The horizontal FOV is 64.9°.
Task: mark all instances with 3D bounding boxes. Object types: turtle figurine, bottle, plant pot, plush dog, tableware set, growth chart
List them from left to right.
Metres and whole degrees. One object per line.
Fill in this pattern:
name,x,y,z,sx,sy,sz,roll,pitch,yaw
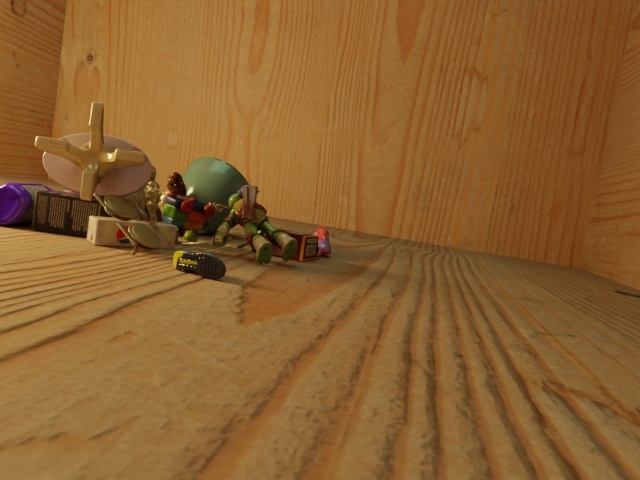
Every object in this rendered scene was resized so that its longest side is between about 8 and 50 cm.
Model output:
bottle,-0.829,-0.106,1.449,0.092,0.118,0.283,41,2,-5
growth chart,-0.581,-0.101,1.523,0.171,0.237,0.021,12,44,-11
tableware set,-0.479,-0.040,1.263,0.194,0.039,0.128,46,19,17
plush dog,-0.537,-0.113,1.694,0.225,0.263,0.211,0,38,6
plant pot,-0.422,-0.136,1.875,0.289,0.290,0.195,11,41,18
turtle figurine,-0.208,-0.001,1.484,0.266,0.275,0.197,39,0,39

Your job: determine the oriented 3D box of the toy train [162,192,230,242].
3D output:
toy train,-0.392,-0.056,1.600,0.105,0.144,0.248,23,7,35

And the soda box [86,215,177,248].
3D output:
soda box,-0.502,-0.020,1.350,0.216,0.069,0.073,5,6,-41

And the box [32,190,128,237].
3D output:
box,-0.667,-0.072,1.414,0.206,0.108,0.153,8,5,-8

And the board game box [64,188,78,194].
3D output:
board game box,-0.837,-0.169,1.988,0.301,0.086,0.308,-6,11,-23

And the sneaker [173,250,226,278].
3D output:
sneaker,-0.256,0.049,1.104,0.144,0.053,0.059,13,5,31

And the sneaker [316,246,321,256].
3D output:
sneaker,-0.070,0.029,1.713,0.161,0.057,0.075,10,-12,22

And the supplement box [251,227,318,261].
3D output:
supplement box,-0.113,0.010,1.624,0.188,0.081,0.104,11,6,23

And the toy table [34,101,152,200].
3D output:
toy table,-0.591,-0.218,1.330,0.274,0.253,0.161,-6,-6,-19

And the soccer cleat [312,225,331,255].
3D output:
soccer cleat,0.000,0.000,1.851,0.082,0.095,0.248,9,5,-2
